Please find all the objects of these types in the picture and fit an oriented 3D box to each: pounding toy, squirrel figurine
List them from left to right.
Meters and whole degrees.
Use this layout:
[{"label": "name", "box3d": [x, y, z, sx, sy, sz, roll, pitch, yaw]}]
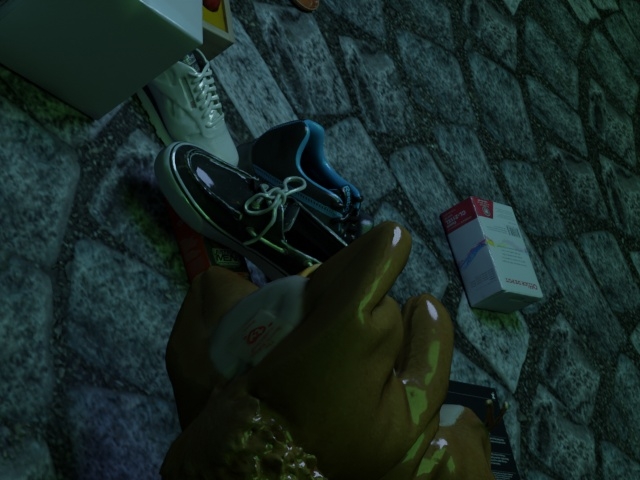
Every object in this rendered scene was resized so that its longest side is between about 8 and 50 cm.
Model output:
[{"label": "pounding toy", "box3d": [-0.181, -0.354, 1.950, 0.181, 0.094, 0.206, 22, 48, -43]}, {"label": "squirrel figurine", "box3d": [0.034, 0.237, 1.370, 0.370, 0.281, 0.397, 50, 38, -28]}]

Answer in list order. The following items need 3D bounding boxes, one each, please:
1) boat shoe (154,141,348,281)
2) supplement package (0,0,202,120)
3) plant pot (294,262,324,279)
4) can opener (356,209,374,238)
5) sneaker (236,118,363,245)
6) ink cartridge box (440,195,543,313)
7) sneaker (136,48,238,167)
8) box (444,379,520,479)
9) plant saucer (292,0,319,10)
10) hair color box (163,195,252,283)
[{"label": "boat shoe", "box3d": [-0.067, -0.027, 1.733, 0.306, 0.105, 0.113, 43, 43, -13]}, {"label": "supplement package", "box3d": [-0.280, -0.333, 1.700, 0.199, 0.198, 0.262, 31, 41, -38]}, {"label": "plant pot", "box3d": [-0.027, 0.158, 1.656, 0.205, 0.188, 0.205, 35, 39, -34]}, {"label": "can opener", "box3d": [0.054, 0.034, 2.005, 0.059, 0.073, 0.186, 83, -1, -64]}, {"label": "sneaker", "box3d": [0.000, 0.000, 1.868, 0.125, 0.140, 0.340, -23, 85, -59]}, {"label": "ink cartridge box", "box3d": [0.283, 0.026, 2.294, 0.127, 0.072, 0.175, 12, 55, -50]}, {"label": "sneaker", "box3d": [-0.175, -0.188, 1.826, 0.235, 0.095, 0.090, 54, 31, -10]}, {"label": "box", "box3d": [0.151, 0.286, 1.876, 0.261, 0.103, 0.184, 16, 55, -47]}, {"label": "plant saucer", "box3d": [-0.035, -0.412, 2.272, 0.083, 0.013, 0.083, 33, 41, -35]}, {"label": "hair color box", "box3d": [-0.143, -0.001, 1.762, 0.072, 0.043, 0.141, 3, 62, -51]}]
